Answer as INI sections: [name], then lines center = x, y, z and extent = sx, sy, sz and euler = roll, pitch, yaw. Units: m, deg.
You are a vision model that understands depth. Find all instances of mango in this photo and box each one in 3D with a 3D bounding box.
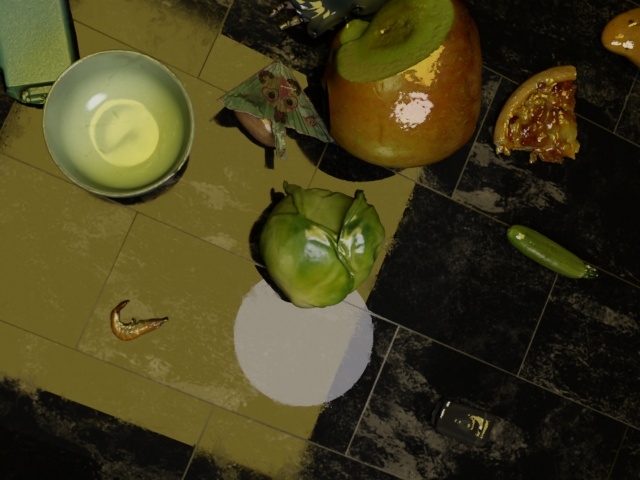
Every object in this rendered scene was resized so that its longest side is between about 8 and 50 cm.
[mango]
center = 0.854, -0.492, 1.885
extent = 0.295, 0.120, 0.177
euler = 22, 83, -10

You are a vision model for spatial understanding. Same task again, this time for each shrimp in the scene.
[shrimp]
center = -0.404, 0.174, 1.676
extent = 0.127, 0.025, 0.091
euler = -9, 90, -9

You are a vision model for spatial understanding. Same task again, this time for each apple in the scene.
[apple]
center = 0.170, -0.349, 1.631
extent = 0.374, 0.374, 0.384
euler = -3, 105, -11

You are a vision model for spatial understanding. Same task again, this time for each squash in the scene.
[squash]
center = 0.562, 0.034, 1.850
extent = 0.252, 0.066, 0.066
euler = 29, 84, -9

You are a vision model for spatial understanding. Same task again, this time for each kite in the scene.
[kite]
center = -0.089, -0.302, 1.700
extent = 0.323, 0.013, 0.268
euler = 16, 63, -33

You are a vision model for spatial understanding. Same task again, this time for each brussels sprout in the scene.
[brussels sprout]
center = 0.001, 0.002, 1.656
extent = 0.259, 0.227, 0.294
euler = 22, 119, 0

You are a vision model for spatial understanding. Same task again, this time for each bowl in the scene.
[bowl]
center = -0.423, -0.240, 1.606
extent = 0.307, 0.163, 0.307
euler = 0, 90, -11

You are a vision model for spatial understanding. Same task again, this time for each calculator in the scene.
[calculator]
center = -0.620, -0.439, 1.625
extent = 0.173, 0.051, 0.293
euler = -10, 91, -10

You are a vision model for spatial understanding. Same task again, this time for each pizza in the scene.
[pizza]
center = 0.559, -0.289, 1.844
extent = 0.289, 0.081, 0.229
euler = -42, 97, -10

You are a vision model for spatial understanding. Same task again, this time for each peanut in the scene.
[peanut]
center = -0.139, -0.275, 1.709
extent = 0.076, 0.076, 0.152
euler = -45, 101, -8

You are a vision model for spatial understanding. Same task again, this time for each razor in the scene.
[razor]
center = 0.340, 0.436, 1.807
extent = 0.148, 0.054, 0.090
euler = 21, 85, -10

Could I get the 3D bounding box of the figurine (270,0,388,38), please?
[figurine]
center = 0.031, -0.558, 1.702
extent = 0.265, 0.197, 0.175
euler = -28, 108, -18
